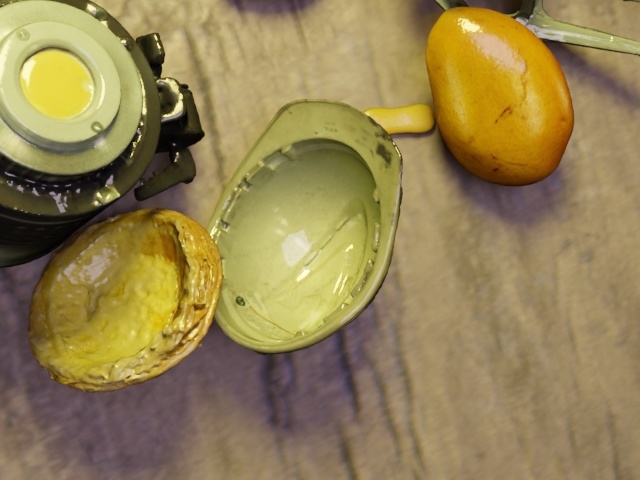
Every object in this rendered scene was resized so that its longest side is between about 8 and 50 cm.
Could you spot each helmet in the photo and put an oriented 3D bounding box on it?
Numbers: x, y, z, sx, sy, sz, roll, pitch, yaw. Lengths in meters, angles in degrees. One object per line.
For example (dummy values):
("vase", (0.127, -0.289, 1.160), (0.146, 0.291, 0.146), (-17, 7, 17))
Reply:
("helmet", (0.003, -0.003, 1.021), (0.204, 0.137, 0.258), (32, 95, 28))

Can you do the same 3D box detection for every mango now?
("mango", (0.188, -0.155, 1.058), (0.144, 0.112, 0.219), (-23, 122, 18))

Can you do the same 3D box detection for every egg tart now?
("egg tart", (-0.184, 0.064, 0.971), (0.212, 0.212, 0.090), (-43, 139, -9))

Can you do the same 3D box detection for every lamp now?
("lamp", (-0.278, -0.094, 0.872), (0.374, 0.272, 0.205), (-17, 85, -14))

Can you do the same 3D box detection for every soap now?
("soap", (0.085, -0.134, 1.103), (0.089, 0.012, 0.034), (-6, 93, -14))

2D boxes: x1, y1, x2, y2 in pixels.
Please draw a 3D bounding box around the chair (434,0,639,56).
("chair", (0.235, -0.327, 1.052), (0.274, 0.190, 0.203), (10, 89, 14))
